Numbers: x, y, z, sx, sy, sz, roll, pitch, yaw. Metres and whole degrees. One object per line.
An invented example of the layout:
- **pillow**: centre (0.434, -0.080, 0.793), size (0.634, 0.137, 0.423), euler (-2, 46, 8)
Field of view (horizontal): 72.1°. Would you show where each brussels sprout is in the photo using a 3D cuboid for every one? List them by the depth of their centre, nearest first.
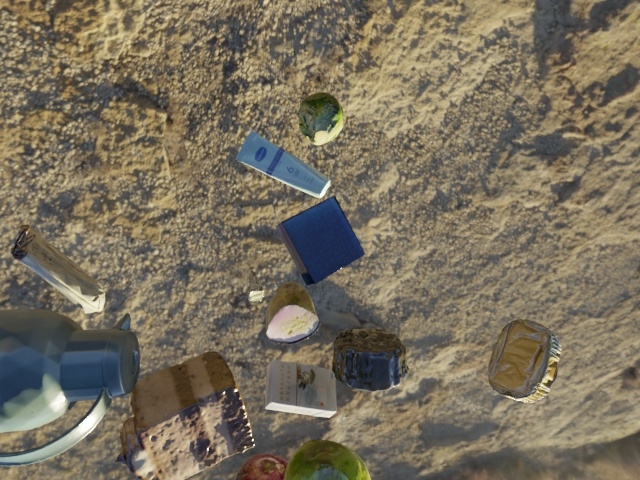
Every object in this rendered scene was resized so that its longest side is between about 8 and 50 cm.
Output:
- **brussels sprout**: centre (0.008, -0.412, 1.476), size (0.146, 0.183, 0.131), euler (-16, 158, -23)

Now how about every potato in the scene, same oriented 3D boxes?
- **potato**: centre (-0.134, 0.286, 1.864), size (0.230, 0.266, 0.229), euler (-7, 116, -13)

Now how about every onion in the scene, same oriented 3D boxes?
- **onion**: centre (-0.156, 0.693, 1.243), size (0.178, 0.177, 0.153), euler (13, 80, -14)

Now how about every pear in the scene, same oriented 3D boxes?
- **pear**: centre (0.013, 0.494, 0.890), size (0.188, 0.187, 0.219), euler (-11, 126, 3)

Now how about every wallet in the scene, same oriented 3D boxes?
- **wallet**: centre (-0.662, 0.066, 1.122), size (0.068, 0.335, 0.274), euler (-43, 120, -17)

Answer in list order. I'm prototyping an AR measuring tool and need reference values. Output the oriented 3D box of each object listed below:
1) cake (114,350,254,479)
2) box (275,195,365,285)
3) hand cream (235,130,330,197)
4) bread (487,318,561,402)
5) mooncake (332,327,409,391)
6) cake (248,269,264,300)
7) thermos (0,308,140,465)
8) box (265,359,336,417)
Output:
- **cake**: centre (-0.324, 0.417, 1.018), size (0.293, 0.199, 0.196), euler (-20, 115, -23)
- **box**: centre (0.000, 0.000, 1.795), size (0.262, 0.116, 0.278), euler (-28, 92, -21)
- **hand cream**: centre (-0.115, -0.239, 1.446), size (0.321, 0.067, 0.109), euler (29, 92, 4)
- **bread**: centre (0.491, 0.288, 1.053), size (0.114, 0.132, 0.190), euler (27, 82, -38)
- **mooncake**: centre (0.148, 0.340, 1.299), size (0.229, 0.228, 0.124), euler (-2, 99, -4)
- **cake**: centre (-0.236, 0.162, 1.604), size (0.055, 0.140, 0.051), euler (6, 122, -13)
- **thermos**: centre (-0.367, 0.162, 0.509), size (0.287, 0.182, 0.144), euler (-1, 134, -3)
- **box**: centre (-0.063, 0.495, 1.471), size (0.233, 0.149, 0.067), euler (16, 139, -19)
